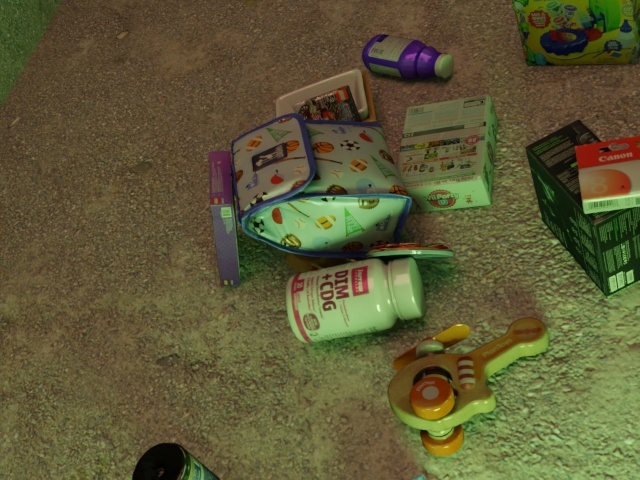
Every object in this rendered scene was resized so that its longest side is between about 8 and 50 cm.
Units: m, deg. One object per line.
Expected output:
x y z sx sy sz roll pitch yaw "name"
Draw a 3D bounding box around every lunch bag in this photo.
-0.015 -0.135 1.818 0.386 0.238 0.327 1 39 -12 "lunch bag"

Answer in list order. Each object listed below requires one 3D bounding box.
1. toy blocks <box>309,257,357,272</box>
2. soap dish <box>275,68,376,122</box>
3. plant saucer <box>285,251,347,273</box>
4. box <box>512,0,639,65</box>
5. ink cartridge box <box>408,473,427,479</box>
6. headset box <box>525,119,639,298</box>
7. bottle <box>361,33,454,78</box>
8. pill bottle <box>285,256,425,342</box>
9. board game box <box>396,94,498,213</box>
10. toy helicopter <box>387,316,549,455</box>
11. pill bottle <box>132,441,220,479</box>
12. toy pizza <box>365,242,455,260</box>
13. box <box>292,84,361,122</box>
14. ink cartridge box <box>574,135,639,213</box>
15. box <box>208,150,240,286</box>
0.019 0.100 1.824 0.123 0.054 0.148 26 84 22 "toy blocks"
0.017 -0.351 2.178 0.291 0.118 0.228 -17 46 13 "soap dish"
0.000 0.000 1.938 0.200 0.037 0.199 -14 48 16 "plant saucer"
0.667 -0.613 1.955 0.290 0.279 0.177 7 55 32 "box"
0.146 0.506 1.381 0.143 0.090 0.092 -24 45 8 "ink cartridge box"
0.553 -0.072 1.566 0.131 0.246 0.283 -28 44 2 "headset box"
0.256 -0.531 2.228 0.283 0.092 0.118 22 65 39 "bottle"
0.079 0.128 1.695 0.283 0.160 0.160 -13 47 17 "pill bottle"
0.319 -0.219 1.923 0.224 0.097 0.303 -5 48 25 "board game box"
0.294 0.249 1.531 0.355 0.140 0.235 -27 35 -11 "toy helicopter"
-0.265 0.498 1.509 0.123 0.219 0.122 -15 47 16 "pill bottle"
0.201 0.023 1.711 0.201 0.201 0.032 -3 83 25 "toy pizza"
0.038 -0.279 2.045 0.159 0.232 0.044 -19 4 13 "box"
0.554 -0.137 1.416 0.146 0.045 0.179 -8 51 19 "ink cartridge box"
-0.242 -0.052 1.930 0.057 0.293 0.200 -4 46 -5 "box"
